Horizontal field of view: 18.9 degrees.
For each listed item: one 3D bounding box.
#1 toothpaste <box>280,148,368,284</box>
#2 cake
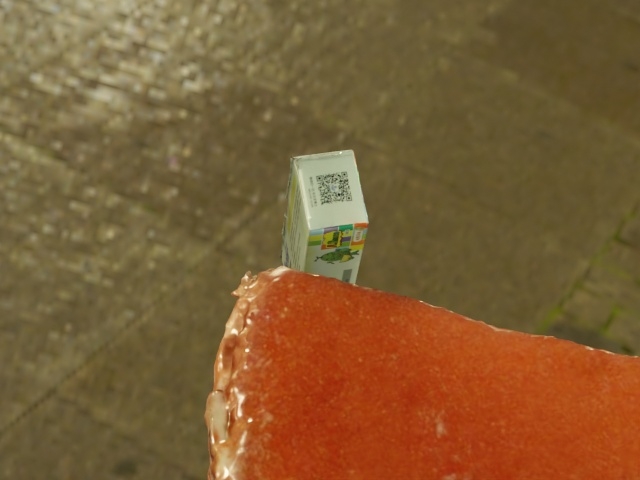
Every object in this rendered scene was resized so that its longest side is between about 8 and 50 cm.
[{"bbox_3d":[0.000,0.000,1.053,0.034,0.164,0.046,-9,70,-7],"label":"toothpaste"},{"bbox_3d":[0.079,0.080,0.771,0.262,0.158,0.159,-18,66,-6],"label":"cake"}]
